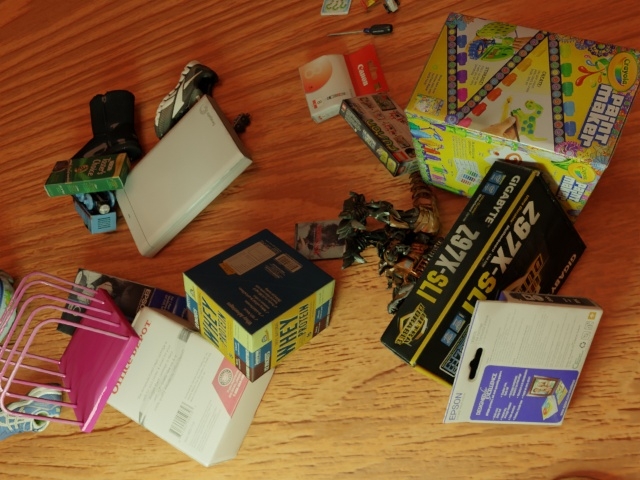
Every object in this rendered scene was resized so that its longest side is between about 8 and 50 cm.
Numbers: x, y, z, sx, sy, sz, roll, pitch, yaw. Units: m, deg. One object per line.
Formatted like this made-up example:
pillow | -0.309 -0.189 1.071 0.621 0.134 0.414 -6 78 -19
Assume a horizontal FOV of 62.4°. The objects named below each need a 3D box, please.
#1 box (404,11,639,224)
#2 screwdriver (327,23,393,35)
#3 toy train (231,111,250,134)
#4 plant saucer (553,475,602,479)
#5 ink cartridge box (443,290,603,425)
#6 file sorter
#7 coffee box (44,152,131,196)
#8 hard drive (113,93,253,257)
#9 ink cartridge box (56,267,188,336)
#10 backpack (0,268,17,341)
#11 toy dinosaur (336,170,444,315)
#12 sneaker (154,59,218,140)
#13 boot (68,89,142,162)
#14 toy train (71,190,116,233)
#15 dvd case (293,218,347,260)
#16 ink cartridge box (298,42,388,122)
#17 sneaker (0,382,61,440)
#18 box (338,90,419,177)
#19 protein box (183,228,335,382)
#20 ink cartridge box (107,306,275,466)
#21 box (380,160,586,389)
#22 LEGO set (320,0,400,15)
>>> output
box | 0.312 -0.174 0.849 0.279 0.290 0.176 22 81 20
screwdriver | 0.088 -0.488 1.231 0.170 0.025 0.024 8 76 26
toy train | -0.225 -0.247 1.292 0.036 0.027 0.158 37 91 41
plant saucer | 0.391 0.451 0.765 0.200 0.037 0.199 -8 70 22
ink cartridge box | 0.291 0.177 0.787 0.045 0.209 0.206 -122 41 -67
file sorter | -0.529 0.205 1.061 0.291 0.182 0.202 24 87 53
coffee box | -0.577 -0.166 1.322 0.184 0.040 0.113 -6 42 0
hard drive | -0.344 -0.156 1.283 0.353 0.047 0.233 -41 61 14
ink cartridge box | -0.463 0.174 1.238 0.333 0.065 0.165 9 76 26
backpack | -0.951 0.216 1.362 0.356 0.273 0.290 -37 54 -4
toy dinosaur | 0.151 -0.004 0.990 0.219 0.164 0.321 6 36 12
sneaker | -0.338 -0.351 1.349 0.106 0.078 0.234 24 82 32
boot | -0.601 -0.283 1.437 0.247 0.094 0.207 -22 67 12
toy train | -0.591 -0.096 1.367 0.184 0.080 0.105 35 125 38
dvd case | 0.000 0.000 1.111 0.120 0.013 0.087 -5 71 24
ink cartridge box | 0.048 -0.365 1.197 0.179 0.045 0.145 -22 65 19
sneaker | -0.701 0.422 1.252 0.211 0.080 0.081 -36 59 11
box | 0.139 -0.221 1.074 0.114 0.036 0.207 -19 58 -26
protein box | -0.116 0.114 1.001 0.200 0.135 0.201 35 48 30
ink cartridge box | -0.266 0.282 1.061 0.283 0.117 0.207 22 83 22
box | 0.264 0.078 0.820 0.079 0.257 0.321 31 87 49
LEGO set | 0.121 -0.625 1.245 0.245 0.060 0.182 12 82 27
